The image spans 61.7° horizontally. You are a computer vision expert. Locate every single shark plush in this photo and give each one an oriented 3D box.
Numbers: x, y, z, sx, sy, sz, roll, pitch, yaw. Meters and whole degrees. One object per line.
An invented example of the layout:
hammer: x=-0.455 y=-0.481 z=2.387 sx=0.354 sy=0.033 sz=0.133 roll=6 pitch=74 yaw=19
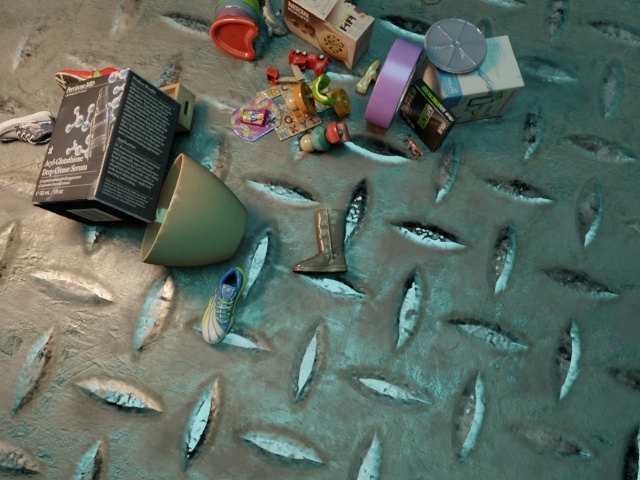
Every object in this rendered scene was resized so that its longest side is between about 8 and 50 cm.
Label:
shark plush: x=-0.164 y=-0.787 z=1.862 sx=0.067 sy=0.161 sz=0.073 roll=-12 pitch=40 yaw=6

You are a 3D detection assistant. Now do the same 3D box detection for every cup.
cup: x=-0.357 y=-0.057 z=1.575 sx=0.237 sy=0.331 sz=0.331 roll=21 pitch=72 yaw=-24

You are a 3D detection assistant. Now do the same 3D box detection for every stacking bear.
stacking bear: x=-0.274 y=-0.804 z=1.860 sx=0.164 sy=0.175 sz=0.289 roll=12 pitch=64 yaw=-7

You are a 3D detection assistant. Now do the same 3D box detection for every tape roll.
tape roll: x=0.236 y=-0.503 z=1.730 sx=0.090 sy=0.275 sz=0.275 roll=23 pitch=74 yaw=5

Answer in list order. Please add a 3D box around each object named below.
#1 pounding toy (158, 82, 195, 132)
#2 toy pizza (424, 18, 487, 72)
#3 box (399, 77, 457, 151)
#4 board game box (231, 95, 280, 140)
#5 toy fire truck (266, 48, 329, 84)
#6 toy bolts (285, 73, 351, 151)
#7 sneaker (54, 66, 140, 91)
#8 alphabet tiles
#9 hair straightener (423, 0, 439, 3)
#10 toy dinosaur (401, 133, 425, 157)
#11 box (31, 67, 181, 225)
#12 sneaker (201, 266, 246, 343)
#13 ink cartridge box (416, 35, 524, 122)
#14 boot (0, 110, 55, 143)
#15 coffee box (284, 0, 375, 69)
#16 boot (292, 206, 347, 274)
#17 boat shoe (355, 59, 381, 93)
pounding toy: x=-0.523 y=-0.394 z=1.755 sx=0.206 sy=0.094 sz=0.181 roll=-4 pitch=72 yaw=28
toy pizza: x=0.425 y=-0.611 z=1.693 sx=0.201 sy=0.032 sz=0.201 roll=1 pitch=74 yaw=-2
box: x=0.347 y=-0.406 z=1.752 sx=0.045 sy=0.191 sz=0.184 roll=-33 pitch=79 yaw=-14
board game box: x=-0.220 y=-0.418 z=1.800 sx=0.168 sy=0.033 sz=0.133 roll=-33 pitch=78 yaw=-8
toy fire truck: x=-0.078 y=-0.589 z=1.848 sx=0.192 sy=0.047 sz=0.135 roll=15 pitch=68 yaw=6
toy bolts: x=-0.002 y=-0.402 z=1.775 sx=0.158 sy=0.218 sz=0.228 roll=-14 pitch=86 yaw=27
sneaker: x=-0.733 y=-0.529 z=1.792 sx=0.279 sy=0.107 sz=0.118 roll=7 pitch=55 yaw=-4
alphabet tiles: x=-0.073 y=-0.469 z=1.842 sx=0.237 sy=0.009 sz=0.198 roll=-25 pitch=76 yaw=-9
hair straightener: x=0.452 y=-0.963 z=1.994 sx=0.089 sy=0.047 sz=0.230 roll=35 pitch=75 yaw=7
toy dinosaur: x=0.316 y=-0.321 z=1.792 sx=0.047 sy=0.090 sz=0.082 roll=-35 pitch=110 yaw=-27
box: x=-0.623 y=-0.261 z=1.579 sx=0.293 sy=0.212 sz=0.395 roll=-1 pitch=72 yaw=31
sneaker: x=-0.291 y=0.182 z=1.577 sx=0.091 sy=0.126 sz=0.240 roll=16 pitch=73 yaw=2
ink cartridge box: x=0.493 y=-0.529 z=1.792 sx=0.270 sy=0.198 sz=0.197 roll=-10 pitch=74 yaw=-6
boot: x=-0.947 y=-0.346 z=1.725 sx=0.190 sy=0.069 sz=0.086 roll=-26 pitch=74 yaw=-12
coffee box: x=0.025 y=-0.750 z=1.847 sx=0.297 sy=0.168 sz=0.119 roll=35 pitch=75 yaw=6
boot: x=-0.002 y=0.000 z=1.674 sx=0.189 sy=0.076 sz=0.208 roll=-2 pitch=80 yaw=-18
boat shoe: x=0.174 y=-0.565 z=1.865 sx=0.045 sy=0.050 sz=0.135 roll=35 pitch=85 yaw=4
